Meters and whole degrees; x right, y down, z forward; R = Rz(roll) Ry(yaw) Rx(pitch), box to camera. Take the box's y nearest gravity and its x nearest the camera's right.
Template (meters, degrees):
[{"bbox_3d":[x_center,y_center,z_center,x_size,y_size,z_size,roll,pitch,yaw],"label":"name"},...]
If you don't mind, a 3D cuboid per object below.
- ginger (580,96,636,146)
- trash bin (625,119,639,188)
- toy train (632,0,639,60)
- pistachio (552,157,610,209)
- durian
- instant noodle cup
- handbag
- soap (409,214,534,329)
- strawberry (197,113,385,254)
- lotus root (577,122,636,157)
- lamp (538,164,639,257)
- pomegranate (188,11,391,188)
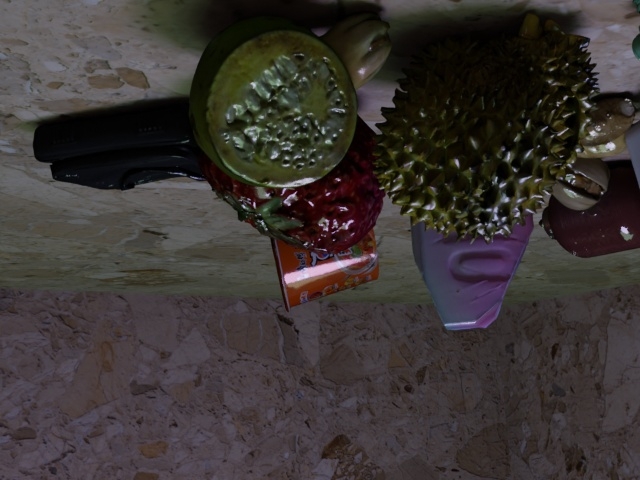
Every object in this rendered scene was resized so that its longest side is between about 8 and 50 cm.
[{"bbox_3d":[0.403,-0.173,1.313,0.165,0.067,0.096,-14,-173,41],"label":"ginger"},{"bbox_3d":[0.595,-0.104,1.146,0.255,0.296,0.367,-17,179,-9],"label":"trash bin"},{"bbox_3d":[0.455,-0.253,0.895,0.157,0.105,0.253,-14,174,-25],"label":"toy train"},{"bbox_3d":[0.471,-0.115,1.566,0.149,0.113,0.113,26,152,-38],"label":"pistachio"},{"bbox_3d":[0.208,-0.130,1.059,0.293,0.258,0.258,-47,168,-4],"label":"durian"},{"bbox_3d":[0.000,0.000,1.686,0.192,0.250,0.250,-12,169,-5],"label":"instant noodle cup"},{"bbox_3d":[-0.268,-0.131,1.313,0.275,0.088,0.244,-8,172,16],"label":"handbag"},{"bbox_3d":[0.242,-0.022,1.378,0.192,0.324,0.109,-4,170,6],"label":"soap"},{"bbox_3d":[-0.026,-0.103,1.214,0.274,0.220,0.274,32,169,7],"label":"strawberry"},{"bbox_3d":[0.456,-0.165,1.380,0.151,0.063,0.072,-8,166,34],"label":"lotus root"},{"bbox_3d":[0.563,-0.061,1.699,0.180,0.180,0.258,8,166,-44],"label":"lamp"},{"bbox_3d":[-0.048,-0.183,0.972,0.190,0.241,0.159,28,-169,-27],"label":"pomegranate"}]
